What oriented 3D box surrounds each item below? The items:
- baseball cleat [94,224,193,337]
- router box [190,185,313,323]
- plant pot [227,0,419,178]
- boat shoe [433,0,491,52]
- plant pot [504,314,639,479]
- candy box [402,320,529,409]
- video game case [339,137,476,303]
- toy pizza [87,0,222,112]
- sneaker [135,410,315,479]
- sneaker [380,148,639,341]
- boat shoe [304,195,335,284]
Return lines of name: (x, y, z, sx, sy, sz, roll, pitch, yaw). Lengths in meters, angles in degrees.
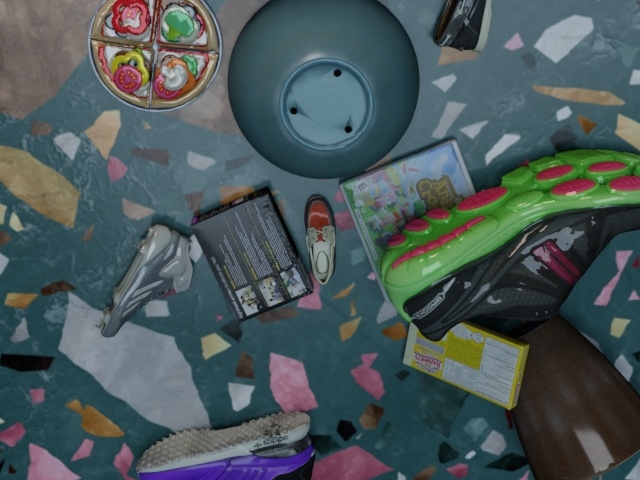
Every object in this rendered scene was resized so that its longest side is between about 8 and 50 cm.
baseball cleat: (-0.265, 0.078, 1.978, 0.109, 0.072, 0.206, 25, 109, -15)
router box: (-0.105, 0.023, 1.977, 0.133, 0.046, 0.179, -22, 106, 6)
plant pot: (0.007, -0.213, 1.830, 0.290, 0.195, 0.290, 0, 107, -2)
boat shoe: (0.215, -0.390, 1.839, 0.079, 0.084, 0.233, 7, 110, -4)
plant pot: (0.378, 0.235, 1.983, 0.215, 0.215, 0.230, -30, 92, 8)
candy box: (0.223, 0.176, 1.975, 0.206, 0.027, 0.105, 21, 112, 35)
video game case: (0.155, -0.028, 1.978, 0.193, 0.023, 0.212, -21, 106, 5)
toy pizza: (-0.247, -0.287, 1.887, 0.201, 0.032, 0.201, 0, 107, -1)
sneaker: (-0.147, 0.379, 2.055, 0.293, 0.102, 0.146, -11, 107, 2)
sneaker: (0.330, 0.007, 1.919, 0.483, 0.185, 0.202, -20, 119, 2)
boat shoe: (0.000, 0.000, 1.974, 0.049, 0.043, 0.137, -3, 106, 2)
